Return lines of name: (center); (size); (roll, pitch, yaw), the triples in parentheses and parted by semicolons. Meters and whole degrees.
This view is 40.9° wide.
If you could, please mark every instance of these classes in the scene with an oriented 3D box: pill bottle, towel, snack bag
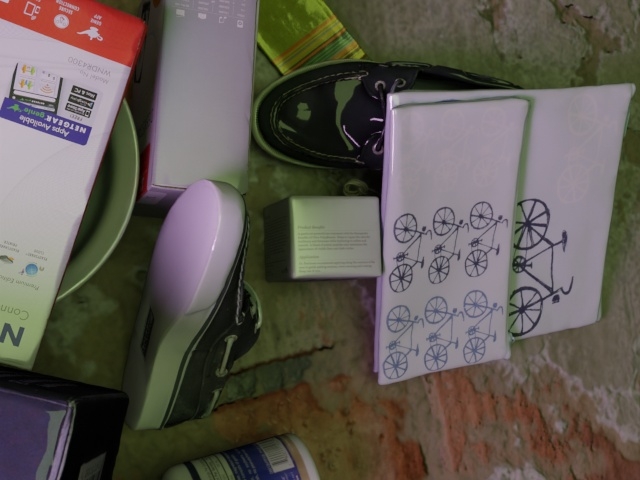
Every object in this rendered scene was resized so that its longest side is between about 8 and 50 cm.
pill bottle: (-0.099, 0.266, 0.844); (0.187, 0.112, 0.112); (-11, 88, -21)
towel: (-0.039, -0.257, 0.979); (0.102, 0.021, 0.237); (-44, 99, -21)
snack bag: (0.214, -0.012, 0.972); (0.343, 0.037, 0.323); (-7, 110, -26)

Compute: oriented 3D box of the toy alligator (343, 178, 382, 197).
toy alligator: (0.111, -0.045, 0.999); (0.190, 0.056, 0.051); (20, 35, -17)

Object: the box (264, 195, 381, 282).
box: (0.000, 0.000, 0.919); (0.101, 0.102, 0.087); (-1, 86, -20)

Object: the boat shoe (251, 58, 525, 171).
boat shoe: (0.096, -0.138, 0.955); (0.340, 0.113, 0.127); (1, 95, -25)

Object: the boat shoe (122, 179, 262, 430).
boat shoe: (-0.104, 0.069, 0.795); (0.102, 0.301, 0.108); (2, 39, -27)

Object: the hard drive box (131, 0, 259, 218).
hard drive box: (-0.130, -0.146, 0.844); (0.089, 0.181, 0.232); (5, 81, -20)

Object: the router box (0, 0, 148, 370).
router box: (-0.341, -0.087, 0.664); (0.336, 0.082, 0.301); (18, 77, -18)

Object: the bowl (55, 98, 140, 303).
bowl: (-0.325, -0.067, 0.784); (0.298, 0.134, 0.297); (3, 82, -22)

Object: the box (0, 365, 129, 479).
box: (-0.366, 0.171, 0.607); (0.396, 0.293, 0.211); (13, 79, -3)
